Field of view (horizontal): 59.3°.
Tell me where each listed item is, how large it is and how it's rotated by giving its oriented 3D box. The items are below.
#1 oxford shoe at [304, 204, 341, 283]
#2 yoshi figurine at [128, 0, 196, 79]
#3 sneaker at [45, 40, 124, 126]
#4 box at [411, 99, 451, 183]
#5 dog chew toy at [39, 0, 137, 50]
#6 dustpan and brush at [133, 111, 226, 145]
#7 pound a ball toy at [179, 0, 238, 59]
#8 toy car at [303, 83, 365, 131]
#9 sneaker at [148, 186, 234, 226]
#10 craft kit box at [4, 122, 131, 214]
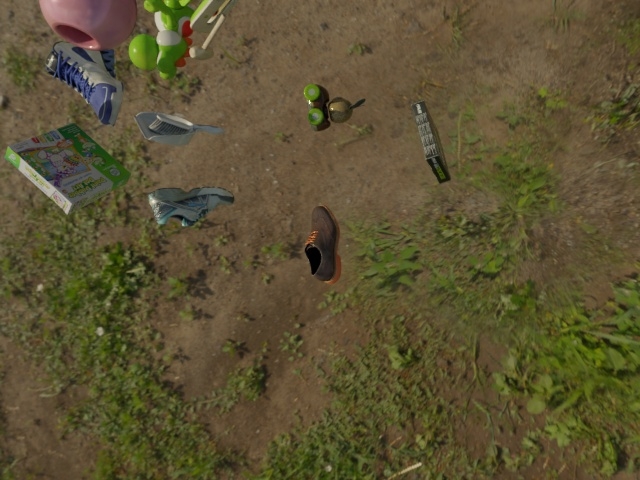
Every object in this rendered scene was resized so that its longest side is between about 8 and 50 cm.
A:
[{"bbox_3d":[0.000,0.000,1.783,0.096,0.098,0.272,-32,55,38],"label":"oxford shoe"},{"bbox_3d":[-0.538,-0.703,1.866,0.202,0.203,0.363,-13,64,31],"label":"yoshi figurine"},{"bbox_3d":[-0.670,-0.455,1.585,0.127,0.182,0.316,-55,46,36],"label":"sneaker"},{"bbox_3d":[0.330,-0.289,1.670,0.045,0.184,0.191,-17,66,17],"label":"box"},{"bbox_3d":[-0.496,-0.607,1.275,0.206,0.206,0.332,12,80,18],"label":"dog chew toy"},{"bbox_3d":[-0.333,-0.274,1.379,0.147,0.211,0.060,50,119,45],"label":"dustpan and brush"},{"bbox_3d":[-0.301,-0.728,1.725,0.319,0.135,0.208,-35,78,34],"label":"pound a ball toy"},{"bbox_3d":[0.050,-0.434,1.805,0.188,0.155,0.149,-8,94,3],"label":"toy car"},{"bbox_3d":[-0.416,-0.105,1.844,0.110,0.282,0.122,-19,79,59],"label":"sneaker"},{"bbox_3d":[-0.741,-0.220,1.670,0.246,0.250,0.061,43,127,-1],"label":"craft kit box"}]
